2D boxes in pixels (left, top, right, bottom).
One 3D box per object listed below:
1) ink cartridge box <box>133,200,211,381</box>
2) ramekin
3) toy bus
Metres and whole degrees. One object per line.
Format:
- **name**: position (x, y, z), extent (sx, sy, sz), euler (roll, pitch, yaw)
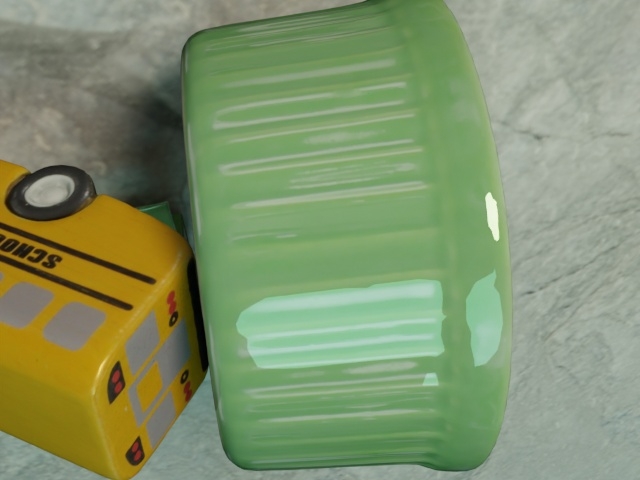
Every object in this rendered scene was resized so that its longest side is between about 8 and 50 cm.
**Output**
- **ink cartridge box**: position (-0.159, 0.040, 0.682), extent (0.109, 0.062, 0.209), euler (-10, 133, -4)
- **ramekin**: position (0.000, 0.000, 0.522), extent (0.148, 0.303, 0.303), euler (-6, 133, -6)
- **toy bus**: position (-0.229, 0.016, 0.500), extent (0.332, 0.130, 0.108), euler (17, 137, 18)
